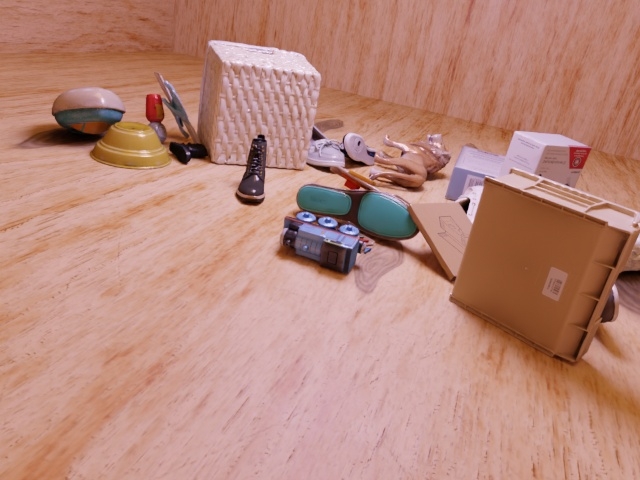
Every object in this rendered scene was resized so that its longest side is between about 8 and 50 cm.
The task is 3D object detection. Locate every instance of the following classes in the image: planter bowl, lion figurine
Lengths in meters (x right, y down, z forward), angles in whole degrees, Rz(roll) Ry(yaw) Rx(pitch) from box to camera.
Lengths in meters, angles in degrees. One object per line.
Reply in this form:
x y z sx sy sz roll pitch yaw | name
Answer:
-0.522 -0.274 1.505 0.217 0.090 0.217 9 23 -4 | planter bowl
0.302 -0.248 1.806 0.240 0.142 0.392 22 38 5 | lion figurine

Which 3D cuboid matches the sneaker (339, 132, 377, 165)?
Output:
0.098 -0.317 1.866 0.121 0.079 0.217 21 -1 31 | sneaker

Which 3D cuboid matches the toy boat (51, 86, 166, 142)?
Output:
-0.612 -0.362 1.599 0.318 0.148 0.267 -6 7 -32 | toy boat

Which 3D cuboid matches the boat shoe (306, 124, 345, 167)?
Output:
-0.010 -0.325 1.838 0.118 0.103 0.320 0 26 -24 | boat shoe

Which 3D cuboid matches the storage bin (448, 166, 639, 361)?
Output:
0.397 0.038 0.978 0.123 0.262 0.260 -14 33 -43 | storage bin

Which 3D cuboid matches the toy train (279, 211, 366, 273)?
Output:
0.000 0.000 1.124 0.184 0.080 0.105 17 30 14 | toy train

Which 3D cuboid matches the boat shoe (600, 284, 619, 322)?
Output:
0.514 0.086 1.139 0.096 0.112 0.335 -5 16 7 | boat shoe

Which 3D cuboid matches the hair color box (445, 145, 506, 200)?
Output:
0.541 -0.216 1.827 0.185 0.113 0.374 17 24 13 | hair color box

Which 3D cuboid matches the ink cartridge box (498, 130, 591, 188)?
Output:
0.590 -0.149 1.493 0.197 0.272 0.114 -4 31 -31 | ink cartridge box

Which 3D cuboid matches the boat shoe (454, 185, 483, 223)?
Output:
0.412 -0.092 1.496 0.096 0.098 0.277 13 24 2 | boat shoe

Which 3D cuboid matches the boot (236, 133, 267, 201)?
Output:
-0.173 -0.189 1.404 0.077 0.137 0.198 7 24 -10 | boot

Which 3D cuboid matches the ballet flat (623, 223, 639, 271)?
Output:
0.849 0.012 1.416 0.409 0.147 0.147 -1 26 -29 | ballet flat

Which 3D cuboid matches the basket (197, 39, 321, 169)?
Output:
-0.193 -0.420 1.691 0.328 0.331 0.266 1 27 -22 | basket

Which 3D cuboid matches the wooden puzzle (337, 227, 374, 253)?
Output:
0.077 -0.005 1.248 0.116 0.014 0.079 28 28 34 | wooden puzzle

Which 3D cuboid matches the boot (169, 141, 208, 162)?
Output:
-0.379 -0.260 1.601 0.099 0.045 0.121 -1 27 -41 | boot

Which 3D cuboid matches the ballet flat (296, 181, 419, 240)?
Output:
0.097 -0.076 1.322 0.316 0.107 0.106 20 3 16 | ballet flat

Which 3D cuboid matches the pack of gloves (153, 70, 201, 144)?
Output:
-0.461 -0.399 1.699 0.046 0.232 0.195 -32 37 -16 | pack of gloves

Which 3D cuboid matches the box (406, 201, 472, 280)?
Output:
0.303 -0.004 1.226 0.164 0.021 0.201 -5 55 -34 | box

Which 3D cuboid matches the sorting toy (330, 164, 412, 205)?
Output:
0.130 -0.129 1.433 0.196 0.047 0.348 30 6 24 | sorting toy
